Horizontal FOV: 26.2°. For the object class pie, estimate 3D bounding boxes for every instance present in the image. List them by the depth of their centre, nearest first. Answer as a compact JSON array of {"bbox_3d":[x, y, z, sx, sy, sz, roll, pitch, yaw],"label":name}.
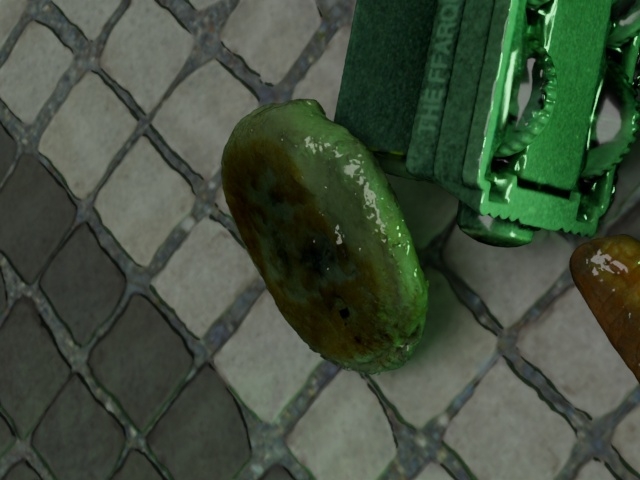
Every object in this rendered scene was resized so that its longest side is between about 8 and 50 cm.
[{"bbox_3d":[0.000,0.000,0.851,0.187,0.041,0.187,39,144,36],"label":"pie"}]

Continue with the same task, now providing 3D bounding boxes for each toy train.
[{"bbox_3d":[0.108,-0.164,0.816,0.178,0.138,0.330,13,92,43],"label":"toy train"}]

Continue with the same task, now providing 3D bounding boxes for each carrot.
[{"bbox_3d":[0.200,0.067,0.759,0.060,0.060,0.186,-48,59,18],"label":"carrot"}]
